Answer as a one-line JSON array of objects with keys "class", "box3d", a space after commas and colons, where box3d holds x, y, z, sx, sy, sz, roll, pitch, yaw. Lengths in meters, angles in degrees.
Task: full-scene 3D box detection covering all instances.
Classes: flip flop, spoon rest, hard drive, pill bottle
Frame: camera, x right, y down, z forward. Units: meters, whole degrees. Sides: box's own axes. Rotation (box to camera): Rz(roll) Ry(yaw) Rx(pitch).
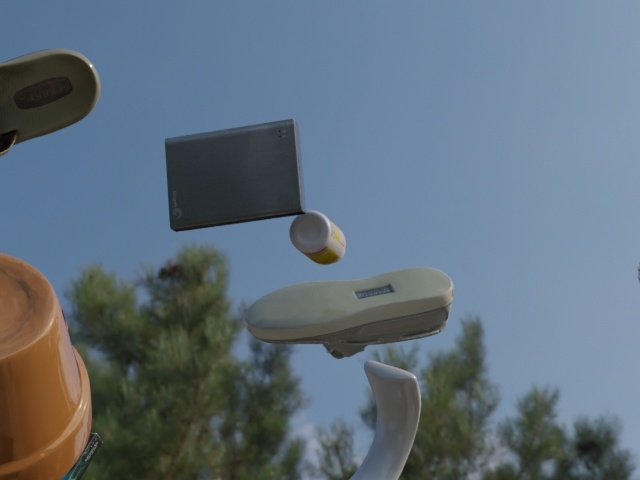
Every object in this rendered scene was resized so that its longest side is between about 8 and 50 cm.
[{"class": "flip flop", "box3d": [-0.352, -0.121, 1.209, 0.277, 0.080, 0.112, -25, -66, -21]}, {"class": "spoon rest", "box3d": [-0.009, 0.222, 0.935, 0.276, 0.137, 0.084, -46, -51, -27]}, {"class": "hard drive", "box3d": [-0.085, -0.063, 1.147, 0.135, 0.094, 0.022, -8, -13, 12]}, {"class": "pill bottle", "box3d": [0.000, 0.000, 1.181, 0.043, 0.043, 0.083, -23, -19, 10]}]

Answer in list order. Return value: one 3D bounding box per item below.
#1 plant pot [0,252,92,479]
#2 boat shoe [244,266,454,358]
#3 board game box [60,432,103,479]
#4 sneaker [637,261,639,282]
[{"class": "plant pot", "box3d": [-0.418, 0.151, 1.402, 0.290, 0.291, 0.203, -3, -48, -17]}, {"class": "boat shoe", "box3d": [0.034, 0.090, 1.251, 0.227, 0.079, 0.081, -9, -56, -9]}, {"class": "board game box", "box3d": [-0.442, 0.345, 1.805, 0.186, 0.126, 0.026, 0, -47, 31]}, {"class": "sneaker", "box3d": [0.526, 0.042, 1.677, 0.090, 0.235, 0.095, 5, -64, 36]}]
